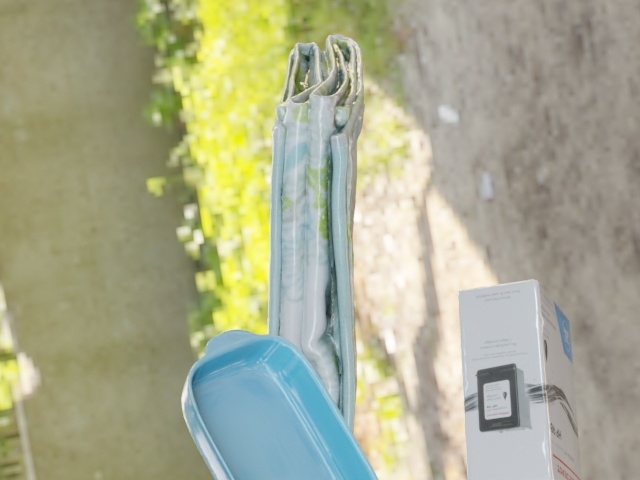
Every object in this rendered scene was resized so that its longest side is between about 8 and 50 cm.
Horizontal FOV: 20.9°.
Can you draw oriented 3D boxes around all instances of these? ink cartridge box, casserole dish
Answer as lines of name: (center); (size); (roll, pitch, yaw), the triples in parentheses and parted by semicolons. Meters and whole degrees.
ink cartridge box: (0.141, 0.130, 1.210); (0.104, 0.060, 0.180); (42, -138, -62)
casserole dish: (-0.028, 0.149, 1.181); (0.037, 0.114, 0.188); (-43, 73, 44)

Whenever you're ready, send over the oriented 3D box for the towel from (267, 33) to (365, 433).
towel: (0.000, 0.000, 1.754); (0.320, 0.090, 0.375); (-81, -7, -70)
